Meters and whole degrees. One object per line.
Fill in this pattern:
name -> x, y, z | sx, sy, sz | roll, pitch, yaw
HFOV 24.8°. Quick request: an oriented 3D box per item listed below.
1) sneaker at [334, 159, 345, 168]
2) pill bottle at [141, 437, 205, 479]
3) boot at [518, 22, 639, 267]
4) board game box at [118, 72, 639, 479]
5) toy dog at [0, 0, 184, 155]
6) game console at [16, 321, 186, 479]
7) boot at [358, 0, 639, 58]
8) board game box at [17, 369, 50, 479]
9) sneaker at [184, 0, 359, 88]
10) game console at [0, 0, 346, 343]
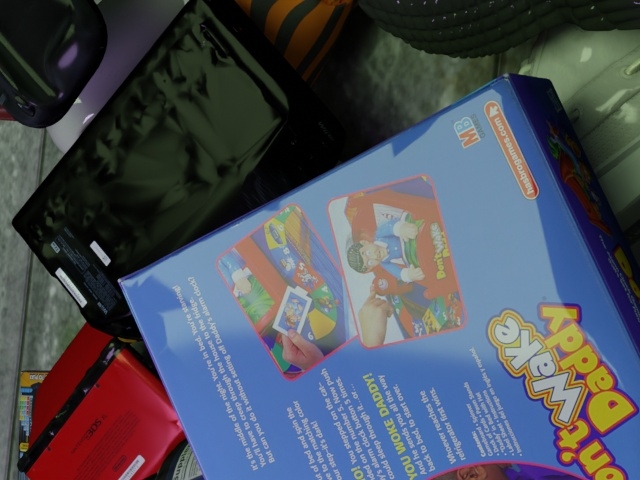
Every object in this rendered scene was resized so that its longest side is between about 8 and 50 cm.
sneaker -> 0.000, 0.000, 0.925 | 0.211, 0.081, 0.080 | 40, 115, 43
pill bottle -> -0.028, 0.164, 0.907 | 0.219, 0.123, 0.123 | -29, 66, 41
boot -> 0.133, -0.041, 0.795 | 0.258, 0.095, 0.123 | -37, 53, 28
board game box -> 0.075, 0.125, 0.718 | 0.233, 0.078, 0.347 | -26, 84, 23
toy dog -> -0.137, -0.179, 1.030 | 0.220, 0.161, 0.333 | 14, 96, 48
game console -> -0.149, 0.119, 1.051 | 0.124, 0.085, 0.144 | 42, 119, 6
boot -> 0.135, -0.176, 0.772 | 0.246, 0.161, 0.083 | 7, 135, 47
board game box -> -0.168, 0.170, 1.110 | 0.170, 0.048, 0.141 | -5, 81, 46
sneaker -> 0.030, -0.209, 0.885 | 0.180, 0.124, 0.321 | 32, 108, 45
game console -> -0.160, -0.121, 0.940 | 0.213, 0.044, 0.361 | -46, 76, 25
